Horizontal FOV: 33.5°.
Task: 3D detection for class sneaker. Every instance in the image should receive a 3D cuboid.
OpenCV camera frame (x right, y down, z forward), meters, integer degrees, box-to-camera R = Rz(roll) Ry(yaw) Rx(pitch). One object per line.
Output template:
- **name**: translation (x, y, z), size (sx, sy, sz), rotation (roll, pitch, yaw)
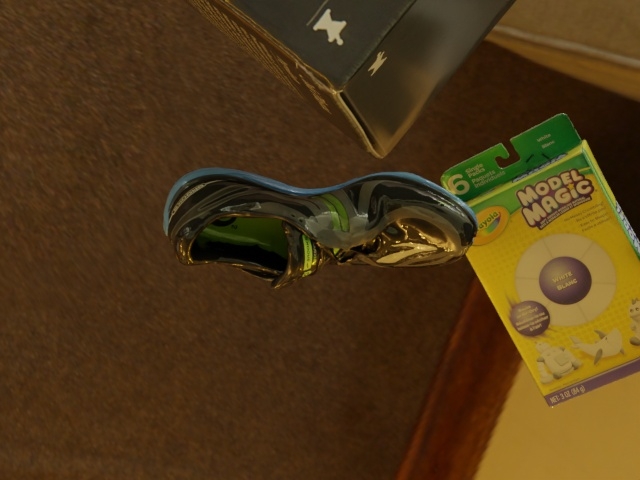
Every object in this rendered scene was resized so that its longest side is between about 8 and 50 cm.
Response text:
- **sneaker**: translation (0.000, 0.000, 0.636), size (0.188, 0.078, 0.067), rotation (3, 127, -4)

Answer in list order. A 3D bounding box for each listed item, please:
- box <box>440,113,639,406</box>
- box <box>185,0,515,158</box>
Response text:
- **box**: translation (0.162, 0.013, 0.723), size (0.105, 0.043, 0.179), rotation (-27, 97, 21)
- **box**: translation (0.014, -0.279, 0.584), size (0.343, 0.312, 0.179), rotation (-50, 167, 3)
